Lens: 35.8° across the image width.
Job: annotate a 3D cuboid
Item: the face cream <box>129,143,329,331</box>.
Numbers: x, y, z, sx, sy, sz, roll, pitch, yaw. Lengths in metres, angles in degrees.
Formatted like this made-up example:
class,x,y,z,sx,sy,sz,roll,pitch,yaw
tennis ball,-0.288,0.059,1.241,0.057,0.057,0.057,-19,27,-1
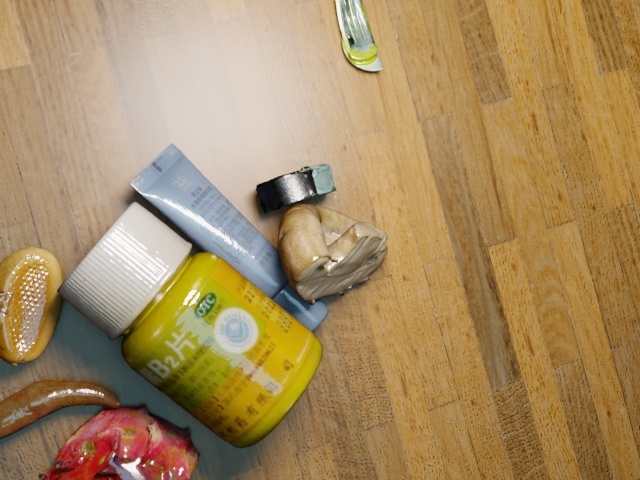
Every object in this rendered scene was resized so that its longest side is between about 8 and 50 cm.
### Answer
class,x,y,z,sx,sy,sz,roll,pitch,yaw
face cream,-0.142,0.007,1.644,0.385,0.086,0.135,45,42,-8

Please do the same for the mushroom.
class,x,y,z,sx,sy,sz,roll,pitch,yaw
mushroom,0.000,0.000,1.618,0.156,0.286,0.151,-47,72,19

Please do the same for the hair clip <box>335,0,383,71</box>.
class,x,y,z,sx,sy,sz,roll,pitch,yaw
hair clip,0.058,-0.383,1.735,0.060,0.033,0.188,-16,94,-12

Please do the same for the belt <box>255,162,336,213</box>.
class,x,y,z,sx,sy,sz,roll,pitch,yaw
belt,-0.041,-0.090,1.664,0.140,0.105,0.058,-17,91,-23

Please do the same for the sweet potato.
class,x,y,z,sx,sy,sz,roll,pitch,yaw
sweet potato,-0.451,0.266,1.572,0.255,0.058,0.078,-18,89,-10

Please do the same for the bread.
class,x,y,z,sx,sy,sz,roll,pitch,yaw
bread,-0.470,0.102,1.568,0.114,0.077,0.189,14,83,-33

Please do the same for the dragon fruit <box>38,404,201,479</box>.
class,x,y,z,sx,sy,sz,roll,pitch,yaw
dragon fruit,-0.330,0.357,1.564,0.274,0.126,0.161,-30,95,-14

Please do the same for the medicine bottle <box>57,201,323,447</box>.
class,x,y,z,sx,sy,sz,roll,pitch,yaw
medicine bottle,-0.203,0.130,1.554,0.384,0.224,0.224,41,79,-9
